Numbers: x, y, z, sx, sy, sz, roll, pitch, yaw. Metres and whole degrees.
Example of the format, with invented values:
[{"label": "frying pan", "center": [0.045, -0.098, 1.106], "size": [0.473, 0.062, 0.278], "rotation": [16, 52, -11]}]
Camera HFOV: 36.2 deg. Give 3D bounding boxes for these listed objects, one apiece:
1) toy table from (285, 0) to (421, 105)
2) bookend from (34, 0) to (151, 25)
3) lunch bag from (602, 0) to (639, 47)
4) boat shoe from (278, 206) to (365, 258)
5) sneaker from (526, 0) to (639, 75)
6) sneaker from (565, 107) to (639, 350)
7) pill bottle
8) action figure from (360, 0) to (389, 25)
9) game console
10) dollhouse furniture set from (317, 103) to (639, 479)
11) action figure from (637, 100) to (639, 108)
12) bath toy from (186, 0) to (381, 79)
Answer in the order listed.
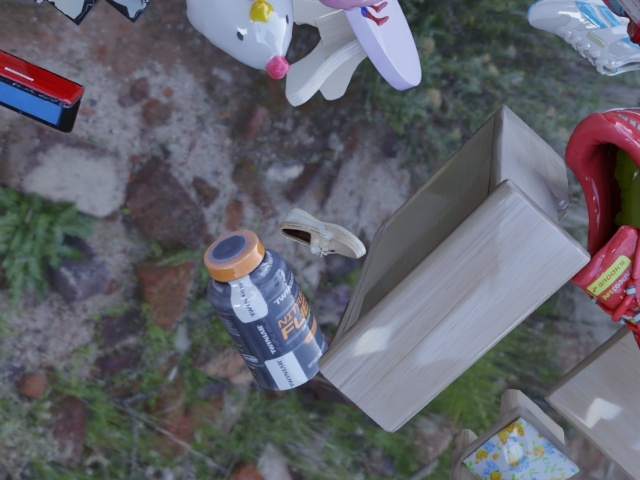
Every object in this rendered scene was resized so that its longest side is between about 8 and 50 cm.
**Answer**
[{"label": "toy table", "center": [0.028, -0.322, 1.507], "size": [0.274, 0.161, 0.252], "rotation": [57, 28, -35]}, {"label": "bookend", "center": [-0.335, -0.394, 1.540], "size": [0.156, 0.157, 0.072], "rotation": [-45, -164, 27]}, {"label": "lunch bag", "center": [0.177, -0.188, 0.250], "size": [0.258, 0.120, 0.293], "rotation": [-38, 171, 1]}, {"label": "boat shoe", "center": [0.000, 0.000, 1.740], "size": [0.059, 0.170, 0.063], "rotation": [-50, 147, -26]}, {"label": "sneaker", "center": [0.410, -0.296, 1.427], "size": [0.087, 0.229, 0.092], "rotation": [17, 90, -76]}, {"label": "sneaker", "center": [0.215, 0.041, 0.633], "size": [0.119, 0.107, 0.278], "rotation": [4, 64, -24]}, {"label": "pill bottle", "center": [-0.089, 0.102, 1.485], "size": [0.130, 0.131, 0.245], "rotation": [-51, 131, -32]}, {"label": "action figure", "center": [0.041, -0.311, 1.234], "size": [0.030, 0.115, 0.038], "rotation": [-43, 149, -15]}, {"label": "game console", "center": [-0.382, -0.182, 1.238], "size": [0.124, 0.144, 0.085], "rotation": [-93, -153, -68]}, {"label": "dollhouse furniture set", "center": [0.221, 0.111, 0.714], "size": [0.362, 0.394, 0.256], "rotation": [-46, -175, 22]}, {"label": "action figure", "center": [0.589, -0.142, 1.536], "size": [0.137, 0.232, 0.063], "rotation": [-50, 174, 7]}, {"label": "bath toy", "center": [0.049, -0.255, 0.887], "size": [0.348, 0.129, 0.151], "rotation": [-26, 159, -8]}]
